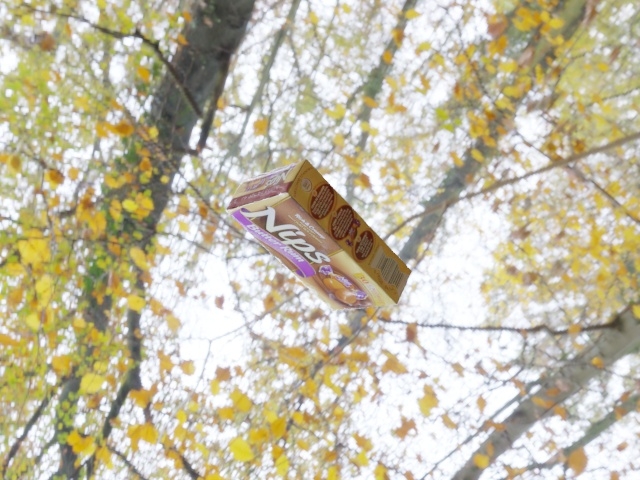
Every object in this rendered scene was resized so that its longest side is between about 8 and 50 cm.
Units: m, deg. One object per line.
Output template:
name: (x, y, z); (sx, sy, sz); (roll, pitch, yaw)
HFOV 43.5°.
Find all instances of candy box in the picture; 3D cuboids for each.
candy box: (0.000, 0.000, 0.875); (0.187, 0.109, 0.053); (44, -124, -28)
